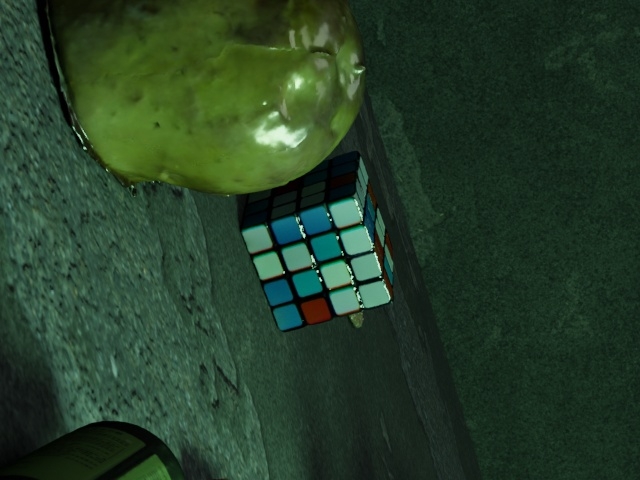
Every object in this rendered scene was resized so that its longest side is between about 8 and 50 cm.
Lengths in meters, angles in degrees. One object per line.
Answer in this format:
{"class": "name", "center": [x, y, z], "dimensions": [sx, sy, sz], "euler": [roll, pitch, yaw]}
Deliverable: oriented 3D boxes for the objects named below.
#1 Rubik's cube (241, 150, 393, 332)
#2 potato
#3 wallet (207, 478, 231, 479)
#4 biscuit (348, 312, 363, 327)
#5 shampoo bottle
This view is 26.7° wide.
{"class": "Rubik's cube", "center": [0.000, 0.000, 1.682], "dimensions": [0.154, 0.151, 0.155], "euler": [-85, 158, -66]}
{"class": "potato", "center": [-0.087, -0.185, 1.220], "dimensions": [0.301, 0.237, 0.288], "euler": [-32, 106, -80]}
{"class": "wallet", "center": [-0.062, 0.320, 1.144], "dimensions": [0.142, 0.045, 0.204], "euler": [58, 19, -53]}
{"class": "biscuit", "center": [0.049, 0.087, 2.213], "dimensions": [0.120, 0.015, 0.120], "euler": [-15, 90, -79]}
{"class": "shampoo bottle", "center": [-0.137, 0.164, 0.794], "dimensions": [0.284, 0.101, 0.101], "euler": [-15, 89, -81]}
